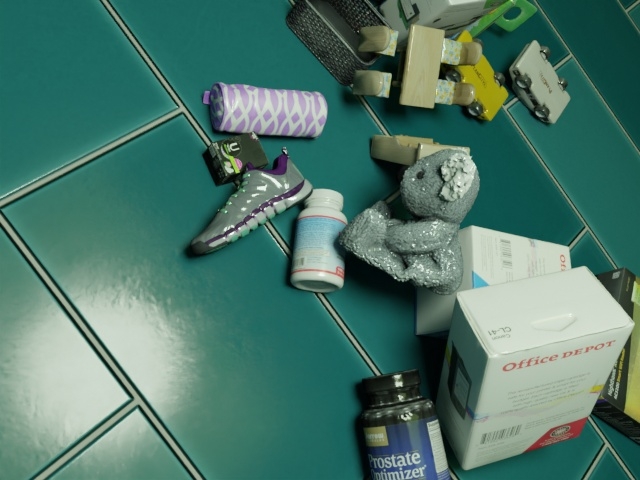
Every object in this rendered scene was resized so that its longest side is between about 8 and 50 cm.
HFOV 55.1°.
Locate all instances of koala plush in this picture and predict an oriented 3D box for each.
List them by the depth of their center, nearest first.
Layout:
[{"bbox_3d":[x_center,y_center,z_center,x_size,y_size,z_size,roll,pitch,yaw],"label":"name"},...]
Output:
[{"bbox_3d":[0.177,-0.048,0.979,0.203,0.196,0.221,31,103,7],"label":"koala plush"}]

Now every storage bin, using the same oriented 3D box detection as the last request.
[{"bbox_3d":[0.040,-0.405,1.173,0.180,0.084,0.122,47,59,-9],"label":"storage bin"}]

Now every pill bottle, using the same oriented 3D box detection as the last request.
[{"bbox_3d":[0.131,0.320,0.968,0.123,0.123,0.219,-4,76,-29],"label":"pill bottle"},{"bbox_3d":[0.000,0.000,1.020,0.087,0.087,0.160,14,69,-24],"label":"pill bottle"}]

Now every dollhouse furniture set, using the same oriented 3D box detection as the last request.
[{"bbox_3d":[0.188,-0.257,1.101,0.212,0.161,0.242,0,104,-28],"label":"dollhouse furniture set"}]

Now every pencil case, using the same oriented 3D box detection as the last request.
[{"bbox_3d":[-0.088,-0.224,1.050,0.206,0.086,0.088,-1,41,-30],"label":"pencil case"}]

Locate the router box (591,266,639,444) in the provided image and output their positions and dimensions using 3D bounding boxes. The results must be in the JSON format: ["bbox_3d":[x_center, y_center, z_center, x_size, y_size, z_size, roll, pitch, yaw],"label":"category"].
[{"bbox_3d":[0.670,0.250,1.300,0.243,0.081,0.308,33,62,-15],"label":"router box"}]

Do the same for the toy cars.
[{"bbox_3d":[0.394,-0.349,1.341,0.394,0.087,0.176,-5,103,-32],"label":"toy cars"}]

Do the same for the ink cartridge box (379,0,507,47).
[{"bbox_3d":[0.234,-0.447,1.143,0.160,0.219,0.092,-17,93,-20],"label":"ink cartridge box"}]

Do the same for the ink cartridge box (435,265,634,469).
[{"bbox_3d":[0.316,0.205,0.963,0.226,0.306,0.131,-11,41,-11],"label":"ink cartridge box"}]

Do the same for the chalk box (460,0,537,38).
[{"bbox_3d":[0.331,-0.558,1.320,0.289,0.180,0.179,39,60,-11],"label":"chalk box"}]

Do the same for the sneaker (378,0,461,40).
[{"bbox_3d":[0.210,-0.432,1.285,0.209,0.069,0.082,27,70,-16],"label":"sneaker"}]

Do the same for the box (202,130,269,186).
[{"bbox_3d":[-0.139,-0.135,1.010,0.083,0.052,0.062,-21,85,-32],"label":"box"}]

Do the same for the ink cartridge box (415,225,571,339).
[{"bbox_3d":[0.313,0.093,1.108,0.233,0.168,0.171,12,70,-25],"label":"ink cartridge box"}]

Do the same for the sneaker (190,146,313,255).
[{"bbox_3d":[-0.123,-0.062,0.968,0.224,0.083,0.098,-33,95,-26],"label":"sneaker"}]
